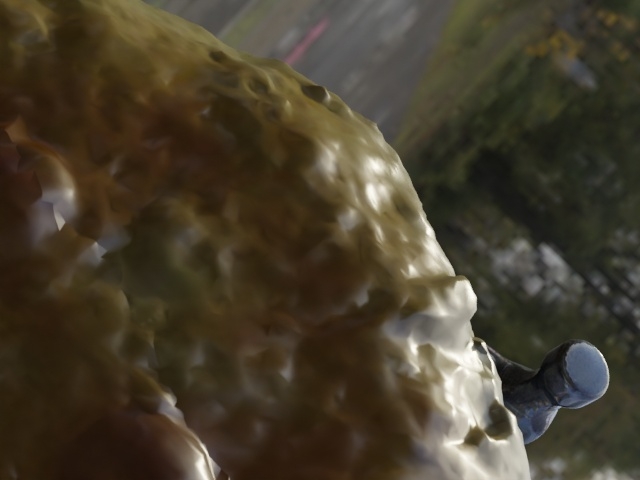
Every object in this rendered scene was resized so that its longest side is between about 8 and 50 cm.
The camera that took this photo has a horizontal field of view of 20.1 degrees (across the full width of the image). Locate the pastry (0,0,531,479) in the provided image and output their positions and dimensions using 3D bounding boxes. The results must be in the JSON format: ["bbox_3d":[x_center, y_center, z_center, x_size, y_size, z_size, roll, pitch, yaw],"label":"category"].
[{"bbox_3d":[-0.088,0.060,0.508,0.329,0.329,0.136,-43,173,-41],"label":"pastry"}]

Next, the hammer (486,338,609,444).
[{"bbox_3d":[0.000,0.000,0.902,0.137,0.290,0.037,-38,-169,50],"label":"hammer"}]
